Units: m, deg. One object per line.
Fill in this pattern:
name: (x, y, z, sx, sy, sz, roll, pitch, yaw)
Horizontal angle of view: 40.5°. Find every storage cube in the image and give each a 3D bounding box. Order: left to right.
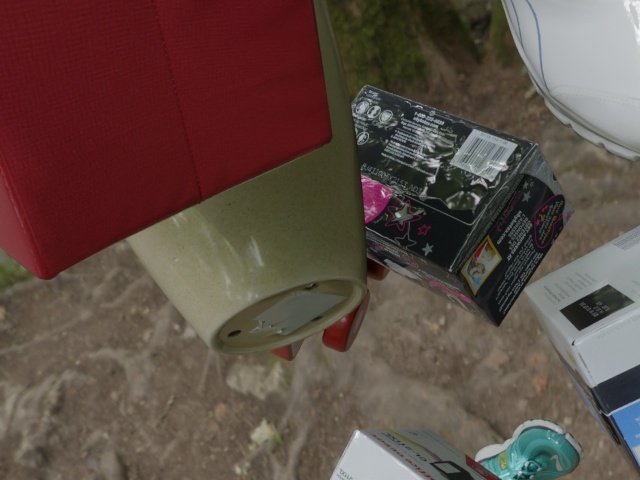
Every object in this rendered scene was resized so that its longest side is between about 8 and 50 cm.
storage cube: (-0.129, -0.123, 0.451, 0.184, 0.193, 0.215, -30, 36, -30)

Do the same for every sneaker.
sneaker: (0.318, 0.374, 1.387, 0.107, 0.275, 0.110, 43, 51, 7)
sneaker: (0.099, -0.152, 0.379, 0.111, 0.129, 0.297, -38, 55, 19)

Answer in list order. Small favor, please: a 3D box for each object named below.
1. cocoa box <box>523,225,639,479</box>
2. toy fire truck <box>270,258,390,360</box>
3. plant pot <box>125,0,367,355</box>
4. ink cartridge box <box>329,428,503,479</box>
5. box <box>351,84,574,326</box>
cocoa box: (0.440, 0.138, 1.128, 0.231, 0.228, 0.347, -29, 4, 7)
toy fire truck: (0.000, 0.000, 1.180, 0.169, 0.254, 0.302, 21, 63, 14)
plant pot: (-0.069, -0.058, 0.698, 0.256, 0.256, 0.274, -22, 67, -1)
ink cartridge box: (0.115, 0.278, 0.991, 0.127, 0.175, 0.072, 31, 98, 35)
box: (0.121, -0.044, 0.952, 0.247, 0.142, 0.163, 29, 79, 41)
